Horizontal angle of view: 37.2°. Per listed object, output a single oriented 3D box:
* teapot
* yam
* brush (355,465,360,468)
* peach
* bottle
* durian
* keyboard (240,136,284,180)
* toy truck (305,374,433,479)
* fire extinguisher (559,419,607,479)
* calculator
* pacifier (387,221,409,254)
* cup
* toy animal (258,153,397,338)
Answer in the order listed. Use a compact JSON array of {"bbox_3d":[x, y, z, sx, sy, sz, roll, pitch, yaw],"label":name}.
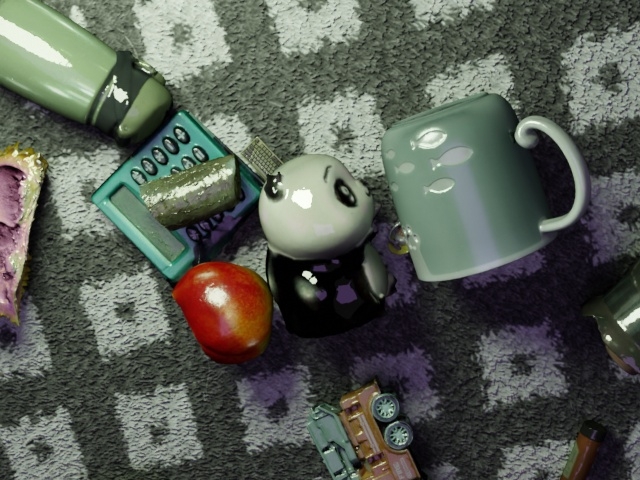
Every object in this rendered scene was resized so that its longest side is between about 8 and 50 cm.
[{"bbox_3d":[0.686,0.110,1.694,0.376,0.306,0.362,32,114,-33],"label":"teapot"},{"bbox_3d":[-0.224,-0.085,1.716,0.183,0.107,0.107,-21,101,5],"label":"yam"},{"bbox_3d":[0.079,0.562,1.918,0.123,0.059,0.197,28,101,-1],"label":"brush"},{"bbox_3d":[-0.182,0.136,1.774,0.192,0.190,0.190,6,103,3],"label":"peach"},{"bbox_3d":[-0.436,-0.296,1.709,0.347,0.168,0.168,29,103,-7],"label":"bottle"},{"bbox_3d":[-0.617,-0.023,1.809,0.191,0.112,0.341,11,95,10],"label":"durian"},{"bbox_3d":[-0.090,-0.134,1.796,0.049,0.015,0.129,-43,97,11],"label":"keyboard"},{"bbox_3d":[0.115,0.444,1.814,0.184,0.133,0.338,-25,86,3],"label":"toy truck"},{"bbox_3d":[0.512,0.442,1.875,0.062,0.050,0.177,7,108,-38],"label":"fire extinguisher"},{"bbox_3d":[-0.264,-0.079,1.797,0.274,0.058,0.248,-42,98,10],"label":"calculator"},{"bbox_3d":[0.166,0.000,1.799,0.083,0.068,0.064,-47,131,-9],"label":"pacifier"},{"bbox_3d":[0.284,-0.109,1.626,0.356,0.259,0.275,-14,100,43],"label":"cup"},{"bbox_3d":[0.000,0.000,1.706,0.250,0.251,0.310,-17,100,7],"label":"toy animal"}]
